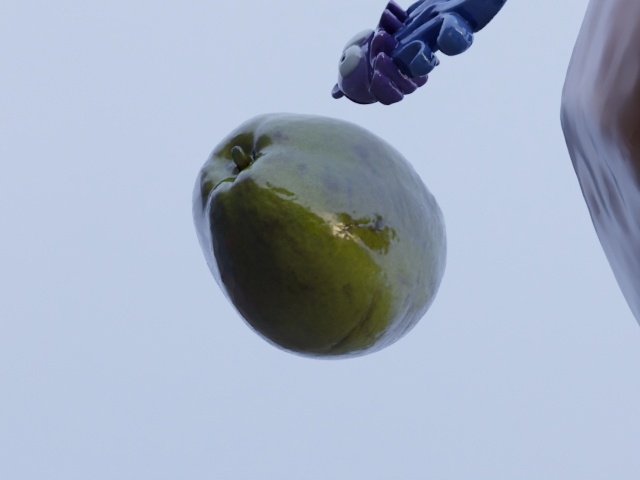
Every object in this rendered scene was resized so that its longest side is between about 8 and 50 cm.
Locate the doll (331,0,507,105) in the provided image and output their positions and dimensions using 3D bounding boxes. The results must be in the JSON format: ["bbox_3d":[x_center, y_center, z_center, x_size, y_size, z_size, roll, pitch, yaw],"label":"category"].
[{"bbox_3d":[0.081,-0.165,1.240,0.206,0.110,0.067,-29,-62,36],"label":"doll"}]

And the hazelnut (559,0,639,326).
[{"bbox_3d":[0.253,-0.066,0.520,0.315,0.372,0.372,24,-39,12],"label":"hazelnut"}]

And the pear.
[{"bbox_3d":[0.000,0.000,1.632,0.269,0.269,0.321,-6,-34,35],"label":"pear"}]
